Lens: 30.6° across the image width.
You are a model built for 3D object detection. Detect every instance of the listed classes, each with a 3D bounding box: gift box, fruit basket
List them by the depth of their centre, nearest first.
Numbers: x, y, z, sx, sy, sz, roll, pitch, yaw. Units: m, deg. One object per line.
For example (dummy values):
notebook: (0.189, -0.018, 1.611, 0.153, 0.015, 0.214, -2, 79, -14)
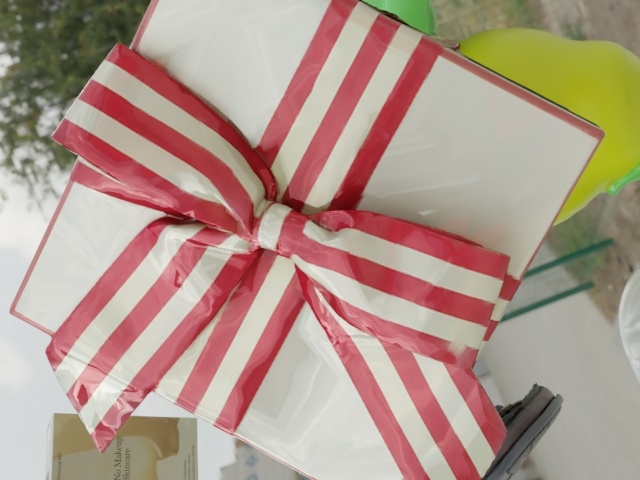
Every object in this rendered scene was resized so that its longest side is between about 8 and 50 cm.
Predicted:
gift box: (0.000, 0.000, 0.657, 0.258, 0.255, 0.276, -44, -23, -78)
fruit basket: (0.104, -0.092, 1.020, 0.283, 0.392, 0.392, 159, 90, -87)

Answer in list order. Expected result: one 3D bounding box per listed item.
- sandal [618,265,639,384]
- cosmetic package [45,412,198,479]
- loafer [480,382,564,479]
sandal: (0.384, 0.199, 1.033, 0.102, 0.169, 0.416, -29, -76, -77)
cosmetic package: (-0.156, 0.169, 0.916, 0.041, 0.115, 0.060, 127, 142, -59)
loafer: (0.150, 0.240, 1.239, 0.095, 0.302, 0.109, 37, 143, 16)
